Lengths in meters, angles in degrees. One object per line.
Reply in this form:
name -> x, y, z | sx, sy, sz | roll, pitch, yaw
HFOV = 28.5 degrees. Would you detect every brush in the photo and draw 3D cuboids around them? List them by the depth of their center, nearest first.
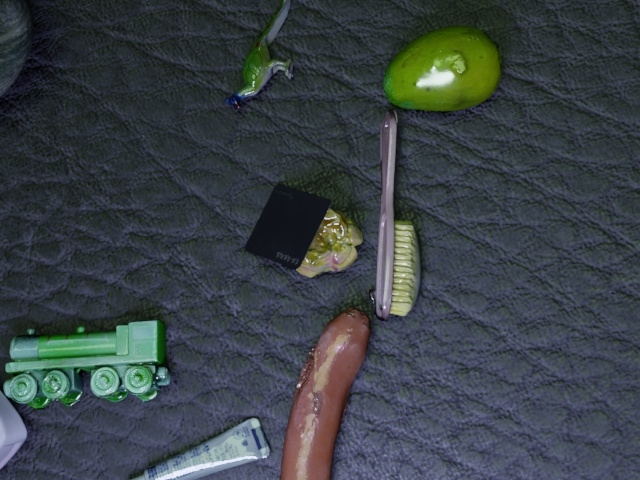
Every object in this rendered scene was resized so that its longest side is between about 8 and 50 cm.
brush -> 0.114, -0.037, 1.830 | 0.067, 0.072, 0.313 | 5, 77, -14

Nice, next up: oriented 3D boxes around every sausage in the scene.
sausage -> -0.001, 0.251, 1.785 | 0.087, 0.079, 0.327 | 10, 81, 21

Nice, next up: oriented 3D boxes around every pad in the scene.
pad -> -0.049, -0.021, 1.819 | 0.157, 0.003, 0.112 | 19, 82, 55

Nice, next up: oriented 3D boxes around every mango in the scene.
mango -> 0.175, -0.245, 1.830 | 0.178, 0.100, 0.119 | -16, 81, 13

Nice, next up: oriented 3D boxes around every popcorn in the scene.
popcorn -> -0.001, 0.001, 1.821 | 0.109, 0.089, 0.097 | -33, 57, 28

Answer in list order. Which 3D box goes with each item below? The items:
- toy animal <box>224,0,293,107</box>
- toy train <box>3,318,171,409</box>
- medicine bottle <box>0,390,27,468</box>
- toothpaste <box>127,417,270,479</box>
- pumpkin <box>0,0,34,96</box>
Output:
toy animal -> -0.066, -0.287, 1.904 | 0.075, 0.041, 0.217 | 24, 81, 13
toy train -> -0.343, 0.181, 1.849 | 0.251, 0.085, 0.119 | -4, 75, 6
medicine bottle -> -0.576, 0.224, 1.857 | 0.161, 0.111, 0.296 | -44, 76, 12
toothpaste -> -0.180, 0.322, 1.822 | 0.216, 0.037, 0.062 | -22, 78, 0
pumpkin -> -0.594, -0.348, 1.878 | 0.257, 0.292, 0.327 | -28, 59, -37
